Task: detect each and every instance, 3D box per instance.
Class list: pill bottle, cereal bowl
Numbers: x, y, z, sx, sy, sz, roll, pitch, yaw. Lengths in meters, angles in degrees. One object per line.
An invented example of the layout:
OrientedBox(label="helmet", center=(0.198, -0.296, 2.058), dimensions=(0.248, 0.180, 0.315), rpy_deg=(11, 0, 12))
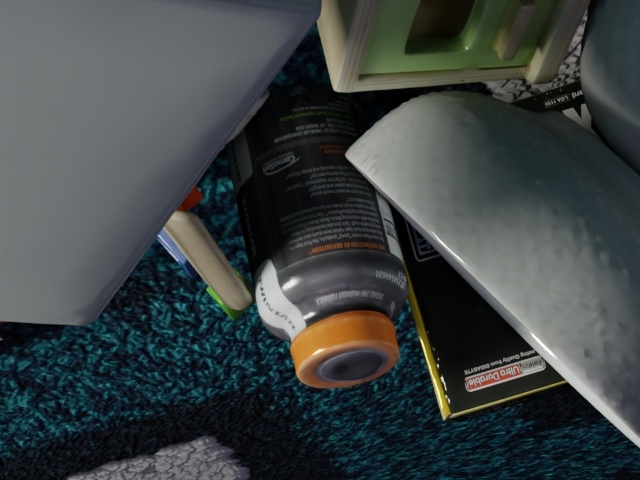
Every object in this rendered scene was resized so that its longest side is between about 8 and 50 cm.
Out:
OrientedBox(label="pill bottle", center=(0.000, 0.000, 1.348), dimensions=(0.131, 0.245, 0.130), rpy_deg=(-10, 151, -5))
OrientedBox(label="cereal bowl", center=(0.183, 0.003, 1.213), dimensions=(0.141, 0.339, 0.339), rpy_deg=(-46, 146, 2))

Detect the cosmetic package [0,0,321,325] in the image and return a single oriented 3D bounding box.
OrientedBox(label="cosmetic package", center=(-0.264, -0.176, 0.834), dimensions=(0.394, 0.329, 0.327), rpy_deg=(6, 146, -29))

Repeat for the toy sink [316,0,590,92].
OrientedBox(label="toy sink", center=(0.122, -0.202, 1.152), dimensions=(0.234, 0.131, 0.152), rpy_deg=(-6, 151, -14))

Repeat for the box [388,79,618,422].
OrientedBox(label="box", center=(0.230, -0.005, 1.414), dimensions=(0.322, 0.257, 0.079), rpy_deg=(-17, 167, 9))

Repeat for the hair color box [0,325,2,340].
OrientedBox(label="hair color box", center=(-0.393, 0.088, 1.561), dimensions=(0.141, 0.043, 0.072), rpy_deg=(-17, 151, 10))

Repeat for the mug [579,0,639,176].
OrientedBox(label="mug", center=(0.372, -0.143, 1.098), dimensions=(0.276, 0.374, 0.328), rpy_deg=(-23, 161, -45))

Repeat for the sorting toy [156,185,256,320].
OrientedBox(label="sorting toy", center=(-0.133, -0.046, 1.304), dimensions=(0.047, 0.196, 0.347), rpy_deg=(-42, 152, -7))

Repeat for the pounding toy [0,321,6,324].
OrientedBox(label="pounding toy", center=(-0.342, 0.027, 1.355), dimensions=(0.237, 0.110, 0.183), rpy_deg=(3, 158, -44))

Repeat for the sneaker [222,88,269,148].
OrientedBox(label="sneaker", center=(-0.114, -0.137, 1.252), dimensions=(0.094, 0.080, 0.212), rpy_deg=(-34, 154, 14))
